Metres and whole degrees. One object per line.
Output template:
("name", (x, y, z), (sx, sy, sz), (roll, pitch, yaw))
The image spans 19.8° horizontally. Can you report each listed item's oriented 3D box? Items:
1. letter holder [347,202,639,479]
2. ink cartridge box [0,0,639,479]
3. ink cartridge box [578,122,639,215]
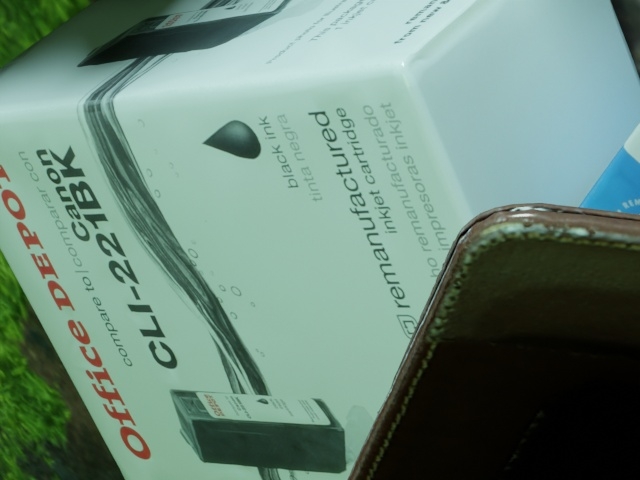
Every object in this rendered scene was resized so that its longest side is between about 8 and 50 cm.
("letter holder", (0.161, 0.126, 0.529), (0.302, 0.152, 0.214), (12, 140, -6))
("ink cartridge box", (0.000, 0.000, 0.728), (0.273, 0.114, 0.197), (-1, 122, 46))
("ink cartridge box", (0.185, -0.045, 0.533), (0.134, 0.078, 0.231), (40, 142, 10))
